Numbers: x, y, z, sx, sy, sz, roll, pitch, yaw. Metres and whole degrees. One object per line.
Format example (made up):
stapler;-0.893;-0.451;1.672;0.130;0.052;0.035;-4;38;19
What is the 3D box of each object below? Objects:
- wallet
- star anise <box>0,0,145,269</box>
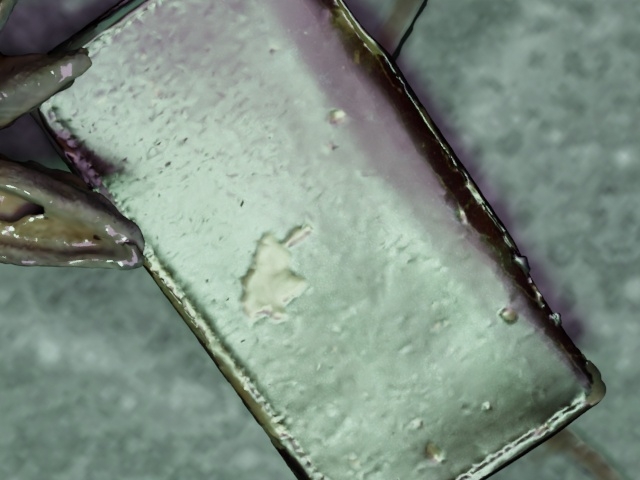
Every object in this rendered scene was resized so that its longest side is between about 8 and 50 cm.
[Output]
wallet;0.000;0.000;0.713;0.122;0.031;0.232;-34;108;3
star anise;-0.148;-0.034;0.647;0.195;0.065;0.182;24;103;-2
